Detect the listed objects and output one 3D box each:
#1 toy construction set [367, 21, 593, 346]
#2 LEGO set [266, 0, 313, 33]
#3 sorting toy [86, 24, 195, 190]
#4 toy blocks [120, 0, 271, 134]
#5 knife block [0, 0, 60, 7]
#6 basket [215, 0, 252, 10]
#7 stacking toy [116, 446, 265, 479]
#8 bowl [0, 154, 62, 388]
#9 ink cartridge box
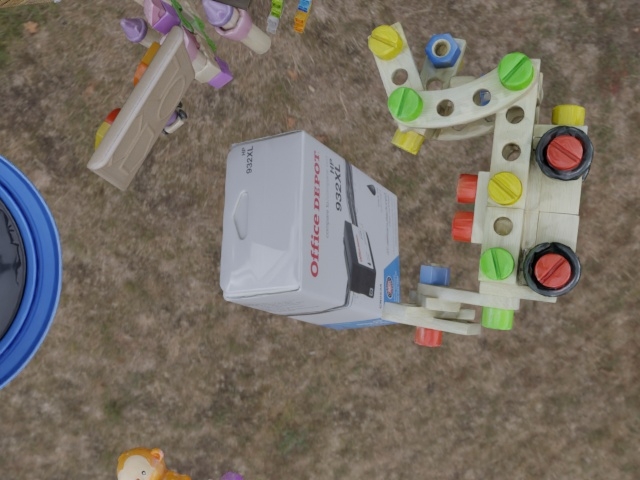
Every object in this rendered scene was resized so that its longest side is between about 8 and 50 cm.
[{"bbox_3d":[0.142,-0.041,0.654,0.215,0.151,0.328,6,104,20],"label":"toy construction set"},{"bbox_3d":[-0.044,-0.473,1.290,0.087,0.227,0.093,21,80,-4],"label":"LEGO set"},{"bbox_3d":[-0.225,-0.161,0.854,0.038,0.208,0.193,31,84,-6],"label":"sorting toy"},{"bbox_3d":[-0.311,-0.426,1.297,0.309,0.289,0.260,-35,158,18],"label":"toy blocks"},{"bbox_3d":[-0.502,-0.514,1.104,0.088,0.276,0.242,-18,105,29],"label":"knife block"},{"bbox_3d":[-0.181,-0.434,0.950,0.226,0.154,0.204,22,124,-10],"label":"basket"},{"bbox_3d":[-0.086,0.310,0.725,0.301,0.166,0.175,32,101,-2],"label":"stacking toy"},{"bbox_3d":[-0.542,0.042,0.884,0.391,0.077,0.391,-1,92,-42],"label":"bowl"},{"bbox_3d":[0.000,0.000,1.009,0.129,0.223,0.307,-8,162,29],"label":"ink cartridge box"}]
